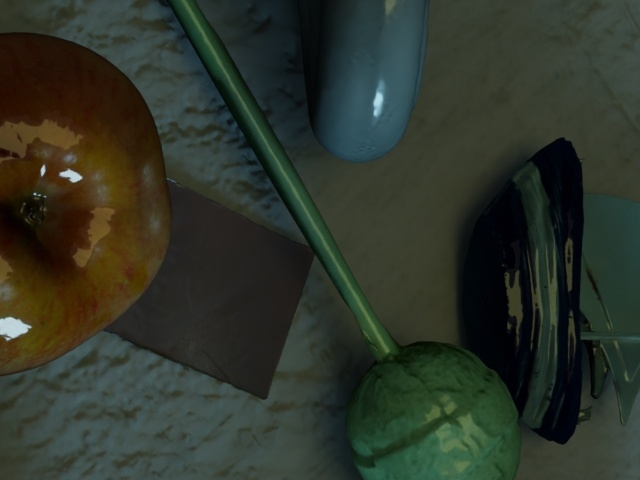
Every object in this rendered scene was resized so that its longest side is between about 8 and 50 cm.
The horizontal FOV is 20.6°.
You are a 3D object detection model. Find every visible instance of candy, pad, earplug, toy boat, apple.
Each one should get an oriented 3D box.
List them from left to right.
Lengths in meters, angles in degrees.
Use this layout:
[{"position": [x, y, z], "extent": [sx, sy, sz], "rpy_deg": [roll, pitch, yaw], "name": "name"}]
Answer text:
[{"position": [-0.185, -0.021, 1.028], "extent": [0.209, 0.164, 0.209], "rpy_deg": [1, 89, -30], "name": "apple"}, {"position": [-0.094, 0.023, 1.174], "extent": [0.188, 0.006, 0.113], "rpy_deg": [26, 74, -29], "name": "pad"}, {"position": [-0.016, -0.208, 1.134], "extent": [0.175, 0.214, 0.325], "rpy_deg": [-26, 100, 0], "name": "earplug"}, {"position": [0.000, 0.000, 1.183], "extent": [0.119, 0.119, 0.440], "rpy_deg": [-35, 100, -28], "name": "candy"}, {"position": [0.223, 0.062, 1.330], "extent": [0.292, 0.070, 0.210], "rpy_deg": [29, 76, -30], "name": "toy boat"}]
